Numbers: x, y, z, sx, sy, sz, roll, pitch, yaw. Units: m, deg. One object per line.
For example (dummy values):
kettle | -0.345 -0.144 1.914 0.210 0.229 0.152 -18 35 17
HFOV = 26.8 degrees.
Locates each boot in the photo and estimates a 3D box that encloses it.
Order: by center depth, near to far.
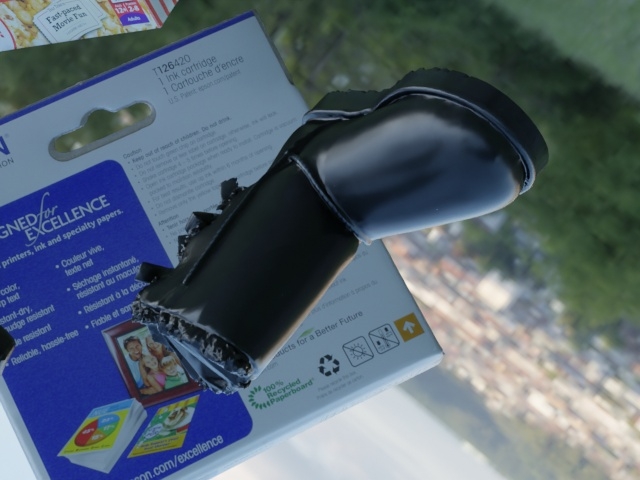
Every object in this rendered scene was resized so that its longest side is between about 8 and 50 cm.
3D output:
boot | 0.000 0.000 0.388 0.045 0.099 0.121 49 161 -22

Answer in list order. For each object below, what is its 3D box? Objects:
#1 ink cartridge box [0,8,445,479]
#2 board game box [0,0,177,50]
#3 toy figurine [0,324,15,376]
ink cartridge box | -0.112 0.021 1.002 0.307 0.303 0.072 61 167 15
board game box | -0.156 -0.185 0.863 0.193 0.147 0.045 -3 133 32
toy figurine | -0.237 0.042 0.468 0.213 0.148 0.209 9 -149 -43
